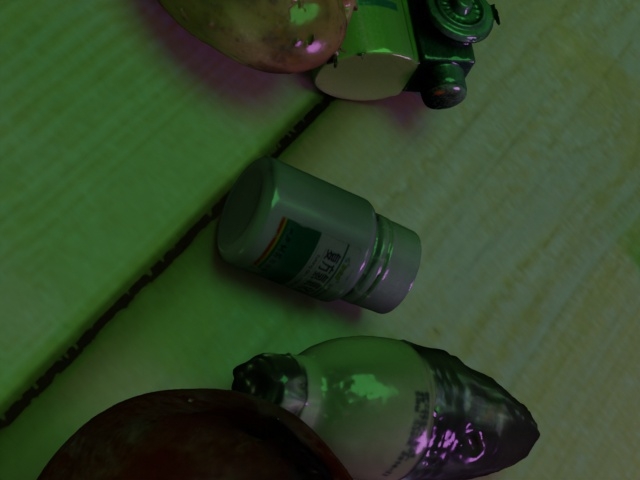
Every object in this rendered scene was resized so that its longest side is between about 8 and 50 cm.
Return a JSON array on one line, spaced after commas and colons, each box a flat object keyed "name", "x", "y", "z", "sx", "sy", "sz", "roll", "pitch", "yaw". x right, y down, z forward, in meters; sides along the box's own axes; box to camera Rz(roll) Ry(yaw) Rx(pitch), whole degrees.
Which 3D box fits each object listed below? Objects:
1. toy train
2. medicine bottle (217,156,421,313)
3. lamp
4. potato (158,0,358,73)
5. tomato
[{"name": "toy train", "x": 0.043, "y": -0.220, "z": 1.275, "sx": 0.157, "sy": 0.105, "sz": 0.253, "roll": 1, "pitch": 62, "yaw": -20}, {"name": "medicine bottle", "x": 0.000, "y": 0.000, "z": 1.107, "sx": 0.130, "sy": 0.080, "sz": 0.080, "roll": 24, "pitch": 51, "yaw": -23}, {"name": "lamp", "x": 0.051, "y": 0.116, "z": 1.065, "sx": 0.250, "sy": 0.101, "sz": 0.101, "roll": 13, "pitch": 56, "yaw": -36}, {"name": "potato", "x": -0.055, "y": -0.230, "z": 1.170, "sx": 0.161, "sy": 0.128, "sz": 0.234, "roll": -6, "pitch": 61, "yaw": -18}, {"name": "tomato", "x": -0.066, "y": 0.181, "z": 0.873, "sx": 0.208, "sy": 0.184, "sz": 0.208, "roll": 17, "pitch": 56, "yaw": -27}]
